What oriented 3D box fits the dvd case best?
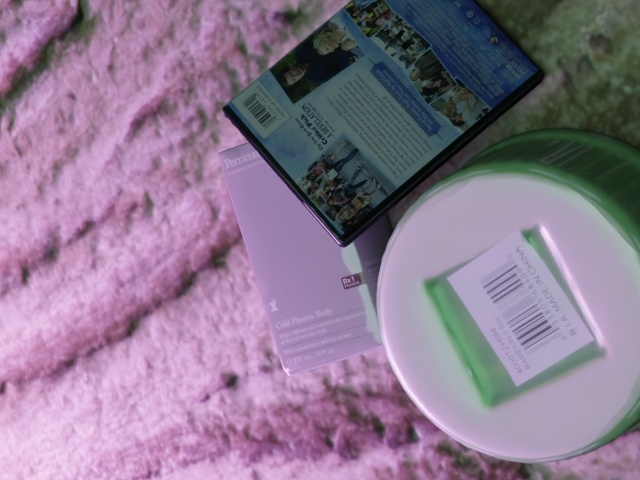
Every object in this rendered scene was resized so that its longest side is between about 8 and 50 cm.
[{"bbox_3d":[0.059,-0.139,1.206,0.253,0.022,0.180,-40,78,-3],"label":"dvd case"}]

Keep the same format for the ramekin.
[{"bbox_3d":[0.199,0.054,1.160,0.303,0.148,0.303,5,101,28],"label":"ramekin"}]

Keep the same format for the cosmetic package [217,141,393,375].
[{"bbox_3d":[0.000,0.000,1.286,0.127,0.107,0.238,-20,90,28],"label":"cosmetic package"}]
